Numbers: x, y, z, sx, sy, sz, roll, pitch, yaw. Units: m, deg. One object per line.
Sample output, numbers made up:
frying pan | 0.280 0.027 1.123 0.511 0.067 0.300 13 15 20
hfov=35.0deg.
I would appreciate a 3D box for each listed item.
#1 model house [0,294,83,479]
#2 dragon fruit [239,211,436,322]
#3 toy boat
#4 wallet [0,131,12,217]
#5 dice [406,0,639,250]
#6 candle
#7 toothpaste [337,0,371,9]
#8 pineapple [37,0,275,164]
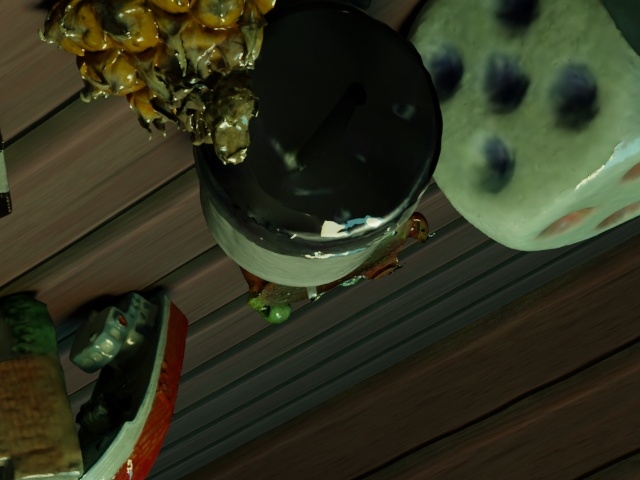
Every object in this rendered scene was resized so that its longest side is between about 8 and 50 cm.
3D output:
model house | -0.475 0.218 1.186 0.325 0.267 0.194 1 138 -30
dragon fruit | 0.000 0.000 1.369 0.295 0.130 0.268 -36 159 30
toy boat | -0.279 0.206 1.351 0.145 0.331 0.133 -33 122 30
wallet | -0.398 -0.025 0.881 0.262 0.071 0.221 -25 163 -22
dice | 0.264 -0.159 1.047 0.268 0.264 0.262 -9 157 -43
candle | -0.016 -0.074 0.983 0.221 0.221 0.342 -21 172 -11
toothpaste | -0.008 -0.234 0.815 0.040 0.047 0.196 15 179 26
pineapple | -0.128 -0.131 0.761 0.140 0.164 0.250 -2 173 -31
